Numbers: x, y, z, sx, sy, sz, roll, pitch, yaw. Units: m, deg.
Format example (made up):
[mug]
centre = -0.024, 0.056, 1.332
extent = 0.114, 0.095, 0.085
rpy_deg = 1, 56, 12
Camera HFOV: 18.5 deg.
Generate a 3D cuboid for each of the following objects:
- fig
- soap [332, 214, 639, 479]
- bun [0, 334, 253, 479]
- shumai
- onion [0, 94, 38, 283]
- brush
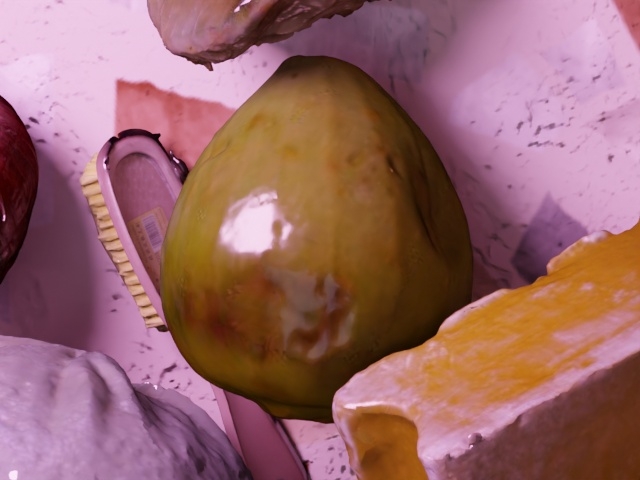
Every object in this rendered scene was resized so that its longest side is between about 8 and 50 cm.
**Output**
[fig]
centre = -0.001, 0.005, 1.271
extent = 0.207, 0.207, 0.230
rpy_deg = 14, 113, 17
[soap]
centre = 0.200, 0.178, 1.234
extent = 0.169, 0.304, 0.338
rpy_deg = 28, 142, 59
[bun]
centre = -0.210, 0.182, 1.357
extent = 0.362, 0.362, 0.211
rpy_deg = 6, 71, 20
[shumai]
centre = -0.019, -0.193, 1.269
extent = 0.120, 0.201, 0.201
rpy_deg = 26, 123, -34
[onion]
centre = -0.339, -0.042, 1.361
extent = 0.281, 0.221, 0.281
rpy_deg = 6, 144, 4
[brush]
centre = -0.092, 0.069, 1.414
extent = 0.067, 0.072, 0.312
rpy_deg = -12, 107, 48
